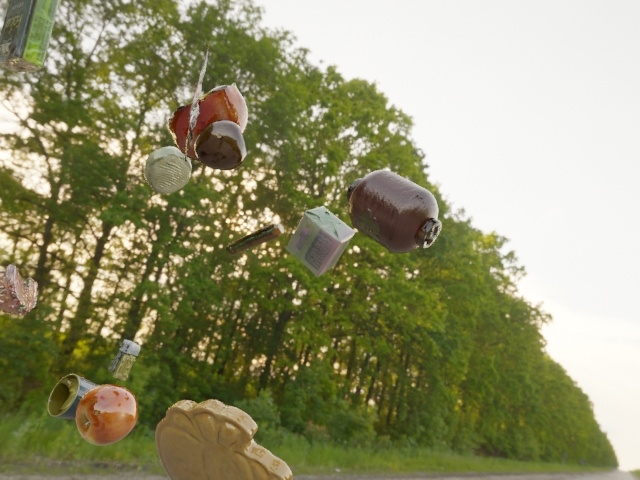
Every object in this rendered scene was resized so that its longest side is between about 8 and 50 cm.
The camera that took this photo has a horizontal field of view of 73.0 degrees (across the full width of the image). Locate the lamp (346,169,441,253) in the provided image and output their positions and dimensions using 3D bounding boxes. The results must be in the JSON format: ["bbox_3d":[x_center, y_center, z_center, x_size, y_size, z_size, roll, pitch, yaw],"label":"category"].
[{"bbox_3d":[0.179,-0.066,1.060,0.258,0.180,0.180,36,-8,29],"label":"lamp"}]

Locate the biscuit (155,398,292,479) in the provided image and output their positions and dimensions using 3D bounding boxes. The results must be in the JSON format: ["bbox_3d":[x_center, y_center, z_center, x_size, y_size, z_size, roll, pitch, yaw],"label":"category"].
[{"bbox_3d":[-0.241,0.509,1.002,0.351,0.057,0.312,-12,-74,26],"label":"biscuit"}]

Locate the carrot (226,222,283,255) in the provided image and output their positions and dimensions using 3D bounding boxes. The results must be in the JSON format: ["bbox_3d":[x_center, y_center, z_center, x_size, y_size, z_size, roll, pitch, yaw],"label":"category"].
[{"bbox_3d":[-0.281,-0.002,1.849,0.260,0.070,0.070,-24,-31,12],"label":"carrot"}]

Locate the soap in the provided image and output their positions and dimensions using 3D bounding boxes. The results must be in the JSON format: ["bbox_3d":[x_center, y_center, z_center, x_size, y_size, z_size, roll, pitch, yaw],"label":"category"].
[{"bbox_3d":[0.000,0.000,1.672,0.182,0.199,0.138,41,32,17],"label":"soap"}]

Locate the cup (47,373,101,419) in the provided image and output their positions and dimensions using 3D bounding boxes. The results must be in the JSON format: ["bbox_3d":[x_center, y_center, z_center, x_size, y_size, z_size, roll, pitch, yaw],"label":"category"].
[{"bbox_3d":[-0.792,0.530,1.419,0.176,0.131,0.155,-20,-40,20],"label":"cup"}]

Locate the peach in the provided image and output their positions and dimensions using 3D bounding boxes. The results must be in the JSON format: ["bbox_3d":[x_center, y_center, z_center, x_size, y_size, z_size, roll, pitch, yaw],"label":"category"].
[{"bbox_3d":[-0.423,-0.462,1.641,0.281,0.281,0.338,19,-50,-13],"label":"peach"}]

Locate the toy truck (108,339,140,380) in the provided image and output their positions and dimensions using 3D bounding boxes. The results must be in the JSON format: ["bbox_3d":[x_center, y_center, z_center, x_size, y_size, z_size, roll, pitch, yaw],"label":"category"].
[{"bbox_3d":[-0.645,0.396,1.430,0.063,0.123,0.052,9,-21,29],"label":"toy truck"}]

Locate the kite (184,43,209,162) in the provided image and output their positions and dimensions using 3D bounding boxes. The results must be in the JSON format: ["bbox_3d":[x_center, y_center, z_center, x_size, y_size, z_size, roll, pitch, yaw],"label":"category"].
[{"bbox_3d":[-0.327,-0.345,1.117,0.016,0.321,0.234,12,19,-13],"label":"kite"}]

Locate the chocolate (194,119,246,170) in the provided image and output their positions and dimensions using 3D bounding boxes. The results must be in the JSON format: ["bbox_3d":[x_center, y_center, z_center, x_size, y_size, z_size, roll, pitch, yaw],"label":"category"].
[{"bbox_3d":[-0.335,-0.312,1.437,0.176,0.177,0.177,13,-19,5],"label":"chocolate"}]

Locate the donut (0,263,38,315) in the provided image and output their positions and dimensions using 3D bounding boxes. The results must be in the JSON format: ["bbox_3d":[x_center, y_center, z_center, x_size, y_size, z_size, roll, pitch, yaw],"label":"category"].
[{"bbox_3d":[-0.777,0.138,1.098,0.065,0.117,0.166,-8,-20,-15],"label":"donut"}]

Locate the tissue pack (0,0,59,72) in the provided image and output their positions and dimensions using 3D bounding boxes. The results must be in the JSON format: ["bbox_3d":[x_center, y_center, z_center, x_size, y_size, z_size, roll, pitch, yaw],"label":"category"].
[{"bbox_3d":[-0.743,-0.554,1.100,0.173,0.235,0.073,12,-3,36],"label":"tissue pack"}]

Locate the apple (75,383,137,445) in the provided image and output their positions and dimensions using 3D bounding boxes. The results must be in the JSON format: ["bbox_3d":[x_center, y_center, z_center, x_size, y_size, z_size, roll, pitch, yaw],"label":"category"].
[{"bbox_3d":[-0.603,0.493,1.229,0.163,0.163,0.139,0,3,36],"label":"apple"}]

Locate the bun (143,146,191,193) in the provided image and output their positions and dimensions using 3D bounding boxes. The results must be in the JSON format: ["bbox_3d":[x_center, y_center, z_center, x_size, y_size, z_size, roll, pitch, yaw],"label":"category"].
[{"bbox_3d":[-0.734,-0.347,2.068,0.141,0.239,0.239,42,-6,29],"label":"bun"}]
